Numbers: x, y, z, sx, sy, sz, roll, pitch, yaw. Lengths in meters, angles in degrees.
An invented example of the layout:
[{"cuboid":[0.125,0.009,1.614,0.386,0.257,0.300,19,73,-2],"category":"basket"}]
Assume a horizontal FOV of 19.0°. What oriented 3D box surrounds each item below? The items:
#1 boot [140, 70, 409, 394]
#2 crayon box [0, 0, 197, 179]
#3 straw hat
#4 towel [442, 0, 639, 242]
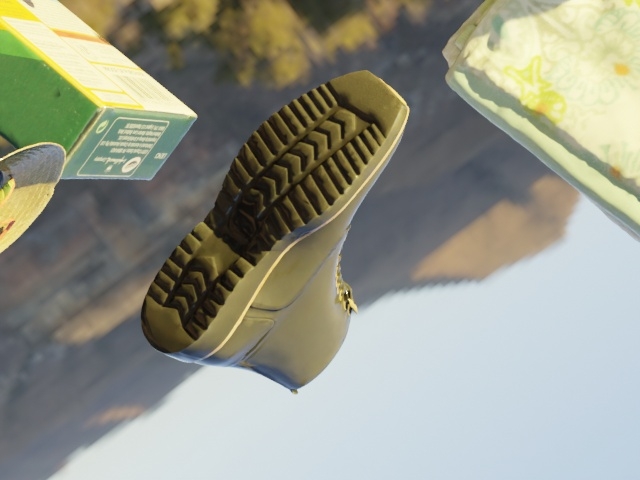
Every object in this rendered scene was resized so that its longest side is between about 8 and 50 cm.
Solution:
[{"cuboid":[0.000,0.000,1.118,0.198,0.077,0.137,-45,144,13],"category":"boot"},{"cuboid":[-0.284,-0.180,1.681,0.083,0.323,0.203,-53,166,13],"category":"crayon box"},{"cuboid":[-0.230,-0.032,1.189,0.144,0.061,0.144,-39,167,-11],"category":"straw hat"},{"cuboid":[0.324,-0.168,1.697,0.320,0.374,0.090,-48,148,3],"category":"towel"}]
